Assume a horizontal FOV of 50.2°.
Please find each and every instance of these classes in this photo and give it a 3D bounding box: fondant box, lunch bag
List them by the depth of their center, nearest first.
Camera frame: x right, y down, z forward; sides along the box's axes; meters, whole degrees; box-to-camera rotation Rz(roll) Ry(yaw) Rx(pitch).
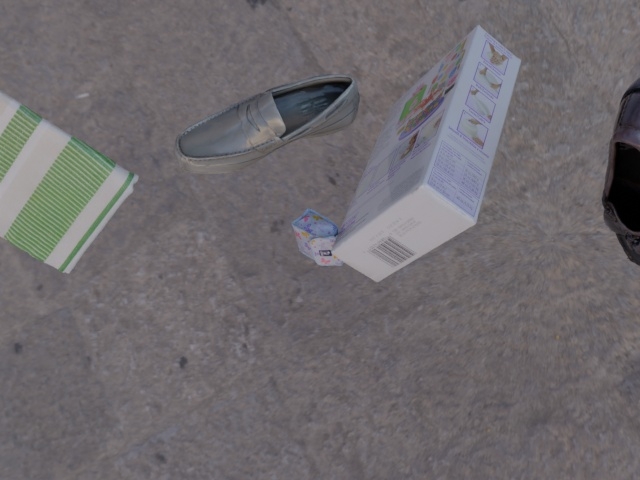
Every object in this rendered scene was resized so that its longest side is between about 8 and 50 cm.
[{"bbox_3d":[0.158,-0.126,1.016,0.096,0.238,0.330,32,56,-14],"label":"fondant box"},{"bbox_3d":[0.000,0.000,1.087,0.083,0.071,0.053,30,61,29],"label":"lunch bag"}]

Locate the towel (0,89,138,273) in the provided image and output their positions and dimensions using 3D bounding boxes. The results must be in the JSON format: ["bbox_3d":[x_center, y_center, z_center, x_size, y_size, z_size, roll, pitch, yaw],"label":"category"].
[{"bbox_3d":[-0.486,-0.104,1.080,0.324,0.038,0.248,33,117,-23],"label":"towel"}]

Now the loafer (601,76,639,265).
[{"bbox_3d":[0.380,-0.055,0.821,0.109,0.303,0.095,26,65,37],"label":"loafer"}]

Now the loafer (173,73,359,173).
[{"bbox_3d":[-0.088,-0.198,1.111,0.319,0.111,0.112,-23,73,-11],"label":"loafer"}]
